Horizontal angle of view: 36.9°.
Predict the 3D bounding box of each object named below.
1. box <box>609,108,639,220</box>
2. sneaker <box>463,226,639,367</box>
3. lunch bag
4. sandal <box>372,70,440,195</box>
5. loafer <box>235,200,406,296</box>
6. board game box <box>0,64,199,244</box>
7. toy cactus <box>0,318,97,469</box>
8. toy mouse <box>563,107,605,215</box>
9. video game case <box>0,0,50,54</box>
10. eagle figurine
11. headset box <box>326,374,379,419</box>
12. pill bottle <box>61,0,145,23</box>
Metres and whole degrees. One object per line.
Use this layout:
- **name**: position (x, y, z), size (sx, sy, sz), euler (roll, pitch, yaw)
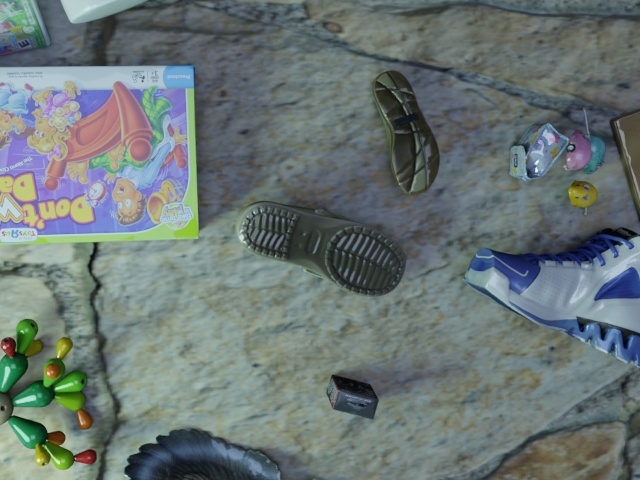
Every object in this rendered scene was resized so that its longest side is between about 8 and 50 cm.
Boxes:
- **box**: position (0.537, -0.113, 1.430), size (0.165, 0.021, 0.201), euler (-21, 100, -4)
- **sneaker**: position (0.374, 0.048, 1.391), size (0.316, 0.127, 0.182), euler (24, 91, -17)
- **lunch bag**: position (0.305, -0.125, 1.374), size (0.053, 0.071, 0.083), euler (34, 93, -8)
- **sandal**: position (0.118, -0.152, 1.363), size (0.072, 0.049, 0.180), euler (-17, 85, -10)
- **loafer**: position (0.000, 0.000, 1.346), size (0.269, 0.092, 0.101), euler (22, 99, -26)
- **board game box**: position (-0.339, -0.116, 1.290), size (0.347, 0.078, 0.233), euler (-2, 98, -7)
- **toy cactus**: position (-0.408, 0.225, 1.317), size (0.181, 0.112, 0.218), euler (-16, 105, -5)
- **toy mouse**: position (0.380, -0.119, 1.365), size (0.031, 0.161, 0.143), euler (6, 83, 31)
- **video game case**: position (-0.462, -0.307, 1.202), size (0.193, 0.212, 0.023), euler (-12, 57, -5)
- **eagle figurine**: position (-0.123, 0.408, 1.361), size (0.298, 0.225, 0.226), euler (6, 53, 21)
- **headset box**: position (0.046, 0.226, 1.384), size (0.062, 0.083, 0.032), euler (16, 96, -8)
- **pill bottle**: position (-0.315, -0.444, 1.198), size (0.176, 0.176, 0.318), euler (-22, 100, -4)
